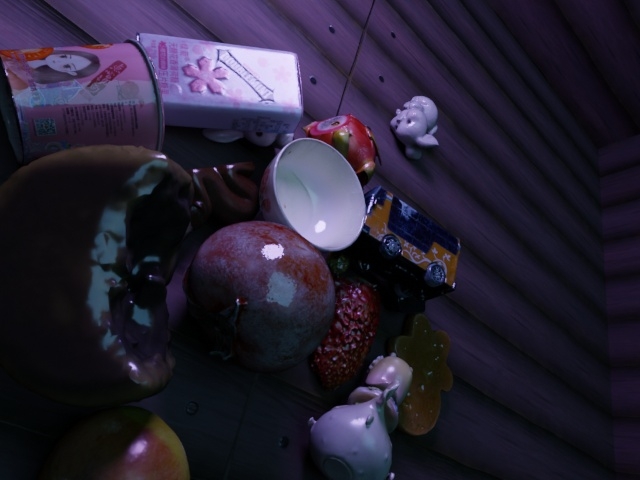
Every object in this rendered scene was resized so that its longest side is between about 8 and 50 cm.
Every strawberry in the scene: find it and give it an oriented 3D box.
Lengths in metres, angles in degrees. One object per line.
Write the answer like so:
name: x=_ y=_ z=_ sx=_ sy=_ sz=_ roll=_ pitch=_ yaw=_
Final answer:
strawberry: x=0.085 y=0.231 z=1.242 sx=0.233 sy=0.138 sz=0.306 roll=13 pitch=67 yaw=-40

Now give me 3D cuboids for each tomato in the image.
tomato: x=-0.123 y=0.115 z=0.972 sx=0.282 sy=0.316 sz=0.317 roll=-39 pitch=103 yaw=-34

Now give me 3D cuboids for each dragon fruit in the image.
dragon fruit: x=0.055 y=-0.224 z=1.307 sx=0.224 sy=0.224 sz=0.227 roll=-45 pitch=120 yaw=-41

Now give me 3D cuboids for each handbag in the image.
handbag: x=0.264 y=0.059 z=1.480 sx=0.191 sy=0.075 sz=0.332 roll=7 pitch=76 yaw=-50

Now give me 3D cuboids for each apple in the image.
apple: x=-0.324 y=0.402 z=0.754 sx=0.194 sy=0.261 sz=0.261 roll=-2 pitch=77 yaw=-59

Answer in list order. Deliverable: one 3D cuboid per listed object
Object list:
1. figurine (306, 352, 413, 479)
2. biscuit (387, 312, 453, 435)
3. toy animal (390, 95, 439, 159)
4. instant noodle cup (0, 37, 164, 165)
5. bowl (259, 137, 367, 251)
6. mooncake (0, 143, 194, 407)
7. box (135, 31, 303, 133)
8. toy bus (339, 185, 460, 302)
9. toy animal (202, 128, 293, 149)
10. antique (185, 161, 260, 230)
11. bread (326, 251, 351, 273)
figurine: x=0.141 y=0.405 z=1.167 sx=0.226 sy=0.274 sz=0.394 roll=36 pitch=37 yaw=12
biscuit: x=0.291 y=0.401 z=1.425 sx=0.275 sy=0.052 sz=0.355 roll=35 pitch=57 yaw=-24
toy animal: x=0.342 y=-0.403 z=1.678 sx=0.178 sy=0.127 sz=0.193 roll=41 pitch=51 yaw=-27
instant noodle cup: x=-0.442 y=-0.243 z=0.871 sx=0.231 sy=0.243 sz=0.243 roll=-15 pitch=87 yaw=-36
bowl: x=-0.036 y=-0.090 z=1.138 sx=0.277 sy=0.145 sz=0.277 roll=17 pitch=64 yaw=-39
mooncake: x=-0.339 y=0.044 z=0.793 sx=0.393 sy=0.246 sz=0.394 roll=46 pitch=76 yaw=-4
box: x=-0.232 y=-0.352 z=1.078 sx=0.369 sy=0.112 sz=0.190 roll=-1 pitch=72 yaw=-22
toy bus: x=0.212 y=0.014 z=1.298 sx=0.323 sy=0.162 sz=0.194 roll=31 pitch=58 yaw=-17
toy animal: x=-0.172 y=-0.289 z=1.187 sx=0.221 sy=0.131 sz=0.104 roll=-2 pitch=99 yaw=-40
antique: x=-0.242 y=-0.093 z=1.070 sx=0.257 sy=0.121 sz=0.143 roll=-17 pitch=98 yaw=-50
bread: x=0.054 y=0.048 z=1.320 sx=0.066 sy=0.060 sz=0.110 roll=31 pitch=48 yaw=2
